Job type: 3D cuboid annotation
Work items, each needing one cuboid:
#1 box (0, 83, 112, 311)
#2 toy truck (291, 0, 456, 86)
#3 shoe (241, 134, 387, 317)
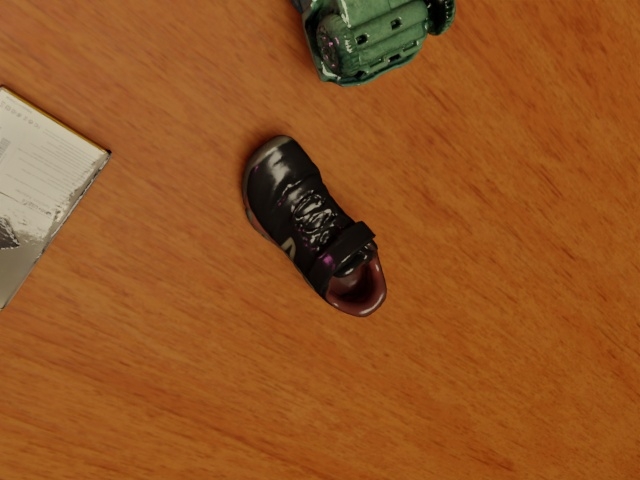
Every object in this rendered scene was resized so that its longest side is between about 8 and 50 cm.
[{"bbox_3d":[-0.355,-0.033,0.620,0.129,0.033,0.247,35,93,-33],"label":"box"},{"bbox_3d":[0.029,-0.316,0.610,0.154,0.156,0.279,-28,121,-12],"label":"toy truck"},{"bbox_3d":[0.000,0.000,0.740,0.114,0.137,0.291,-39,121,-7],"label":"shoe"}]
